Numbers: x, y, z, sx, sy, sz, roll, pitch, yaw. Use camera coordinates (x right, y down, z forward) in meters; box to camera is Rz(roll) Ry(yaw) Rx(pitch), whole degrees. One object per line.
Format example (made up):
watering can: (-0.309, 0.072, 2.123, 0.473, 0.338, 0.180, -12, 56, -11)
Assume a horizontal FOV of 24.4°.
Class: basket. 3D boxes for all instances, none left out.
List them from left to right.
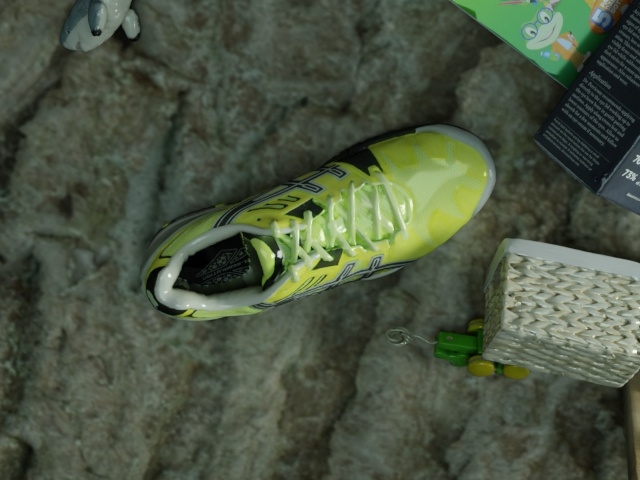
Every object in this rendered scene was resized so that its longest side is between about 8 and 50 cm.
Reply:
basket: (0.250, 0.076, 1.508, 0.167, 0.113, 0.103, 13, 67, -1)

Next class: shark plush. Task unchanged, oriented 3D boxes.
shark plush: (-0.224, -0.267, 1.484, 0.067, 0.073, 0.161, 17, 112, 28)

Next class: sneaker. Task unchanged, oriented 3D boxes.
sneaker: (0.000, 0.000, 1.497, 0.385, 0.147, 0.145, -23, 101, 6)

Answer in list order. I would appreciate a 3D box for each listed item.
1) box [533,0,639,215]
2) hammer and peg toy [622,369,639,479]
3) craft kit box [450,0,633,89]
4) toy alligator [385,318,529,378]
box: (0.336, -0.132, 1.434, 0.153, 0.108, 0.207, 21, 110, -44)
hammer and peg toy: (0.485, 0.253, 1.506, 0.361, 0.266, 0.127, 14, 126, -3)
craft kit box: (0.254, -0.297, 1.460, 0.247, 0.061, 0.250, 36, 103, -5)
toy alligator: (0.162, 0.119, 1.575, 0.190, 0.056, 0.051, 5, 145, 1)
